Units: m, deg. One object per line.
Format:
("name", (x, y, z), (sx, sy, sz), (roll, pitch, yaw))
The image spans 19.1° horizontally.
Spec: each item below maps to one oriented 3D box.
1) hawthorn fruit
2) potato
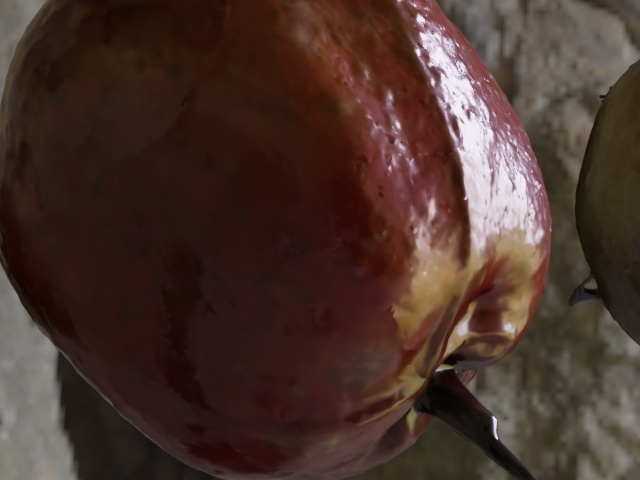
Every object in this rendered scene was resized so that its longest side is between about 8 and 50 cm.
("hawthorn fruit", (0.000, 0.000, 0.868), (0.300, 0.254, 0.254), (44, 6, 25))
("potato", (0.117, 0.009, 0.588), (0.100, 0.172, 0.089), (40, -68, -21))
